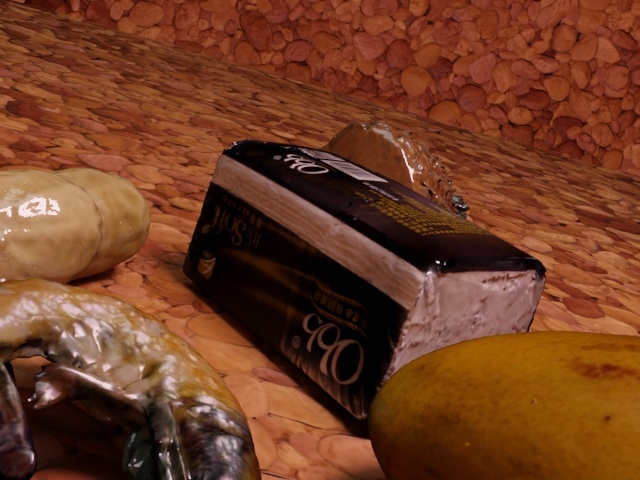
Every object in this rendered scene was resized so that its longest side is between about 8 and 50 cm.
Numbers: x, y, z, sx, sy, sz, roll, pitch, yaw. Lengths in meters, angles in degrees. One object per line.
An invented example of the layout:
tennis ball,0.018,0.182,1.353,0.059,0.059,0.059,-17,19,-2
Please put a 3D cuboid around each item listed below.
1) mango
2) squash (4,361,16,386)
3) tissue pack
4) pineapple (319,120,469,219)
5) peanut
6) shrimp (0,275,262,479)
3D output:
mango,0.221,0.178,0.730,0.378,0.221,0.264,14,19,22
squash,-0.247,0.139,0.678,0.066,0.066,0.201,8,26,-26
tissue pack,0.034,0.028,1.044,0.210,0.198,0.370,-2,24,-39
pineapple,0.129,-0.061,1.453,0.202,0.202,0.362,25,8,26
peanut,-0.281,-0.008,0.975,0.148,0.147,0.319,23,16,20
shrimp,-0.141,0.142,0.643,0.272,0.085,0.445,25,15,-34
